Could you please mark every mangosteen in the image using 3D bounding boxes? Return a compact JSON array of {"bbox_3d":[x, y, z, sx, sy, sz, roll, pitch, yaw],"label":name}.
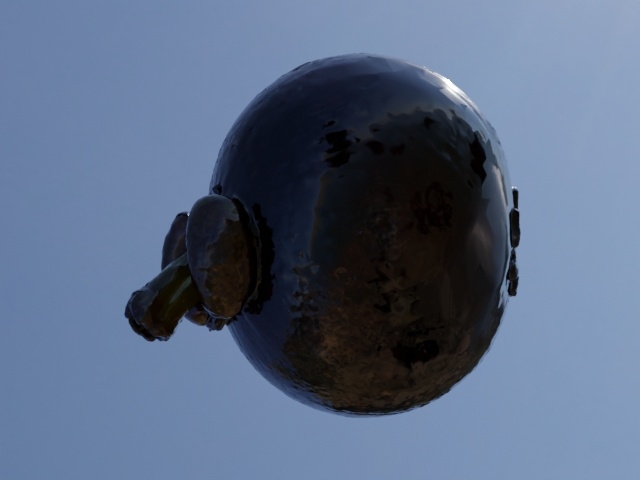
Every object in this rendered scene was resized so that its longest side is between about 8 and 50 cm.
[{"bbox_3d":[0.017,-0.003,1.418,0.297,0.293,0.297,-2,-90,-71],"label":"mangosteen"}]
